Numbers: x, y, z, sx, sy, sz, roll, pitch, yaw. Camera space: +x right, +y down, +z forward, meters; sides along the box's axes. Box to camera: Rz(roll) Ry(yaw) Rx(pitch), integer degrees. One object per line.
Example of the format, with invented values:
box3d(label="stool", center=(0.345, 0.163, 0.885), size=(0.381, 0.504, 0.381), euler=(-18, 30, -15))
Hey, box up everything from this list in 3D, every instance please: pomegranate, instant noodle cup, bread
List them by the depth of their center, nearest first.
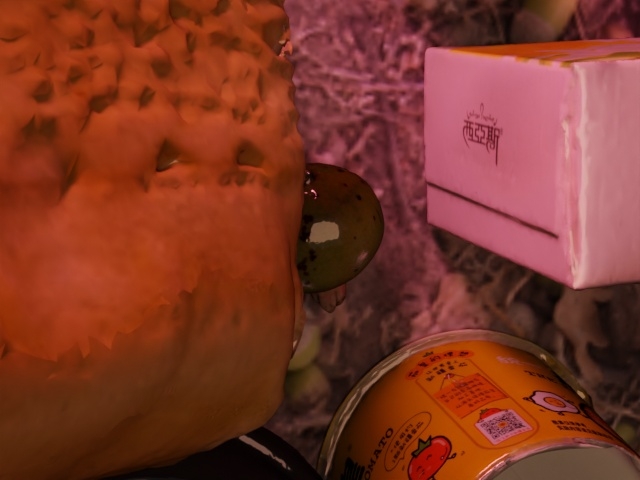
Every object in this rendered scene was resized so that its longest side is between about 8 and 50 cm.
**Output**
box3d(label="bread", center=(-0.209, -0.070, 0.461), size=(0.394, 0.250, 0.361), euler=(-3, 87, -58))
box3d(label="pomegranate", center=(0.002, -0.004, 0.692), size=(0.073, 0.073, 0.084), euler=(-54, 145, -1))
box3d(label="instant noodle cup", center=(0.102, 0.152, 0.700), size=(0.182, 0.144, 0.182), euler=(-2, 100, -15))

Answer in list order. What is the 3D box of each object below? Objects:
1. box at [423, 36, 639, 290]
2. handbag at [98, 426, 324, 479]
box3d(label="box", center=(0.203, -0.051, 0.665), size=(0.261, 0.194, 0.111), euler=(-7, 101, -14))
box3d(label="handbag", center=(-0.124, 0.207, 0.652), size=(0.308, 0.093, 0.253), euler=(-17, 105, -6))
